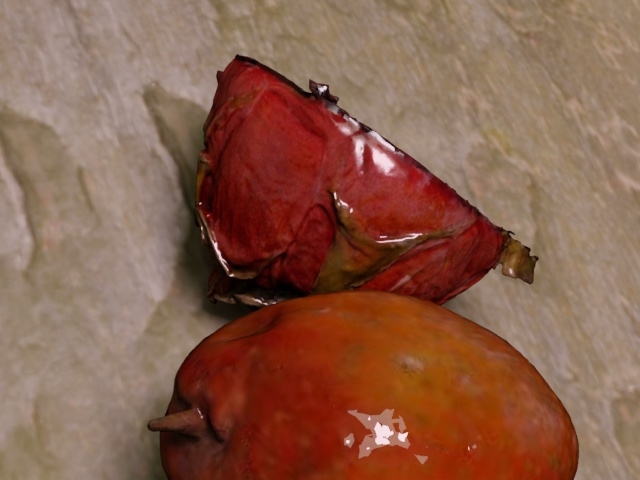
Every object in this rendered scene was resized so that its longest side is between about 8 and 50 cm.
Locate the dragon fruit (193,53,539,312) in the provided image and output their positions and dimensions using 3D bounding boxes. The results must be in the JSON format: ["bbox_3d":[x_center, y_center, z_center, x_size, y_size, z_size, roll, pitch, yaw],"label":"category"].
[{"bbox_3d":[-0.004,-0.002,0.897,0.224,0.218,0.148,37,86,-36],"label":"dragon fruit"}]

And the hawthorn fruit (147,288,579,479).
[{"bbox_3d":[0.010,0.120,0.782,0.262,0.210,0.210,25,54,-29],"label":"hawthorn fruit"}]
